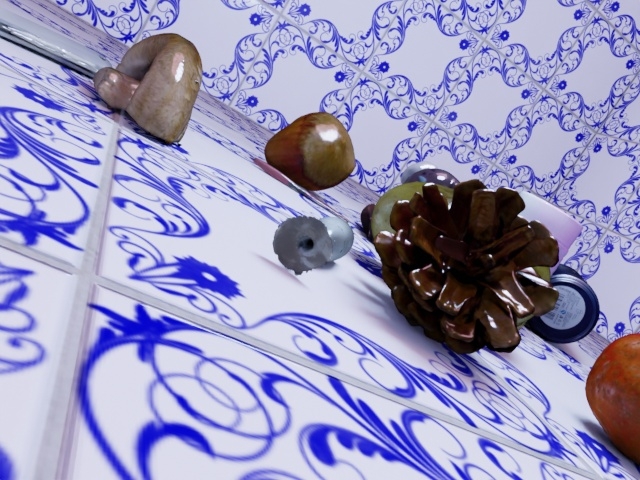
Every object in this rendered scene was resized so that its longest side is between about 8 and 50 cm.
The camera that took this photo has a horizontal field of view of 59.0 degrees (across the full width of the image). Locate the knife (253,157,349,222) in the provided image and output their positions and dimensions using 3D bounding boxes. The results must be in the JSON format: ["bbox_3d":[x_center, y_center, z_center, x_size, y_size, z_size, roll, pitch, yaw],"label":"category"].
[{"bbox_3d":[-0.041,-0.108,1.232,0.247,0.018,0.035,34,6,-5],"label":"knife"}]

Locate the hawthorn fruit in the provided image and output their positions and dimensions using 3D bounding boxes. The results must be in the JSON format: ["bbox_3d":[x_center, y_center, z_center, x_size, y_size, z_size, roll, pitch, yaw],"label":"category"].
[{"bbox_3d":[0.423,0.198,0.689,0.189,0.189,0.189,31,9,-6],"label":"hawthorn fruit"}]

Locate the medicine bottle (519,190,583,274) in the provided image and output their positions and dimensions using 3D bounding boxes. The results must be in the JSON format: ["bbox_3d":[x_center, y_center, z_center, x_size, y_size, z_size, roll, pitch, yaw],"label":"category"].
[{"bbox_3d":[0.413,0.038,1.190,0.152,0.253,0.152,30,10,-6],"label":"medicine bottle"}]

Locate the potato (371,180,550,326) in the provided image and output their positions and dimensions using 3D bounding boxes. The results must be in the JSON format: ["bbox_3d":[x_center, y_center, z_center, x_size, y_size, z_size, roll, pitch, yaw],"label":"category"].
[{"bbox_3d":[0.219,0.023,0.889,0.308,0.173,0.210,31,29,3],"label":"potato"}]

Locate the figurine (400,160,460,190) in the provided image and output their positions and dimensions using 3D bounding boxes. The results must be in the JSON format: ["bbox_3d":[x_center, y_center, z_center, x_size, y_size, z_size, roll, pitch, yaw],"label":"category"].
[{"bbox_3d":[0.254,-0.051,1.247,0.206,0.218,0.365,34,6,-2],"label":"figurine"}]

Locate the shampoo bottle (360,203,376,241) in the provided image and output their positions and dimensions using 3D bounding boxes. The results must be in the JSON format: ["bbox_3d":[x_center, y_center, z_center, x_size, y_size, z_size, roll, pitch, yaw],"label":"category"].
[{"bbox_3d":[0.128,-0.027,1.205,0.068,0.067,0.236,12,13,-5],"label":"shampoo bottle"}]

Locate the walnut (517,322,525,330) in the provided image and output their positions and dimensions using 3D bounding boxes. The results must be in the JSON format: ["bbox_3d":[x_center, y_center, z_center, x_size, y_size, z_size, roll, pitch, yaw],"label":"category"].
[{"bbox_3d":[0.324,0.124,0.999,0.092,0.092,0.092,31,9,-6],"label":"walnut"}]

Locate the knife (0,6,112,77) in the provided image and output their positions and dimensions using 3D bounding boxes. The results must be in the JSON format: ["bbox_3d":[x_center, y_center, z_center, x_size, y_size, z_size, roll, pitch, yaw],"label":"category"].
[{"bbox_3d":[-0.463,-0.331,0.953,0.073,0.040,0.266,47,15,26],"label":"knife"}]

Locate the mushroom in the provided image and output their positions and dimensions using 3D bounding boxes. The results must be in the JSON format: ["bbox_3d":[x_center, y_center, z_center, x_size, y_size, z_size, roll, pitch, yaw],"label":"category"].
[{"bbox_3d":[-0.262,-0.263,0.908,0.156,0.151,0.286,27,11,-36],"label":"mushroom"}]

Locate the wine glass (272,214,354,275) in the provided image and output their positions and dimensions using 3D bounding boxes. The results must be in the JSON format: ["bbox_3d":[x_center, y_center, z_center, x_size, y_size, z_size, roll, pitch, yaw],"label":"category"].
[{"bbox_3d":[0.000,0.000,0.672,0.066,0.066,0.198,33,8,8],"label":"wine glass"}]

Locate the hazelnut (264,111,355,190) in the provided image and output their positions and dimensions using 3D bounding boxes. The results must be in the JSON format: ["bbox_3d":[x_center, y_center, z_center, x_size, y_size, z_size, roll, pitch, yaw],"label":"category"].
[{"bbox_3d":[-0.022,-0.212,1.320,0.210,0.186,0.210,22,28,-12],"label":"hazelnut"}]

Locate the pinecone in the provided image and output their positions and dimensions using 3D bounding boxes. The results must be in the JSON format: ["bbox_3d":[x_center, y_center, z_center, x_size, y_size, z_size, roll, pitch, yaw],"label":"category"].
[{"bbox_3d":[0.174,0.025,0.671,0.228,0.203,0.201,58,-12,34],"label":"pinecone"}]

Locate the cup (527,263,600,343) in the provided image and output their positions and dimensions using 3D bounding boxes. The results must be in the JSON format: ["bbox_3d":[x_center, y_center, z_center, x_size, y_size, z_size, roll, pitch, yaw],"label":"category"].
[{"bbox_3d":[0.552,0.132,1.415,0.255,0.178,0.256,30,10,15],"label":"cup"}]
